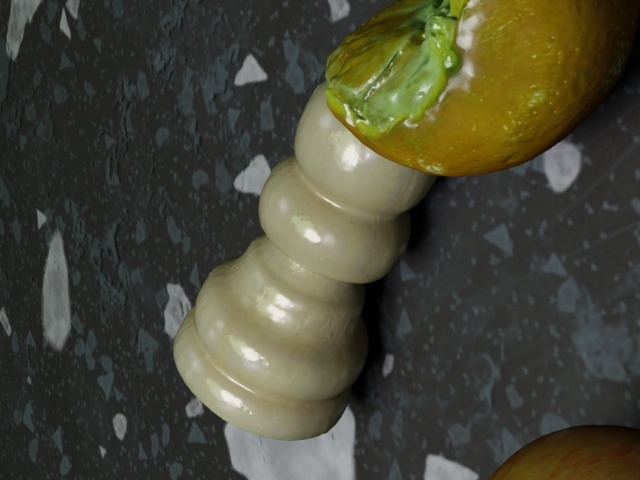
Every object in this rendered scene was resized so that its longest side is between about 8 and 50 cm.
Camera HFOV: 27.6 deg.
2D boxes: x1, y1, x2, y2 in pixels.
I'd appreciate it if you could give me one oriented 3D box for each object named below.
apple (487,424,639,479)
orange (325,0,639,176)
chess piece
[{"bbox_3d":[0.186,0.234,0.788,0.261,0.194,0.261,46,157,27],"label":"apple"},{"bbox_3d":[0.117,-0.133,0.861,0.158,0.179,0.237,42,125,-2],"label":"orange"},{"bbox_3d":[0.000,0.000,1.054,0.167,0.167,0.299,47,126,36],"label":"chess piece"}]
